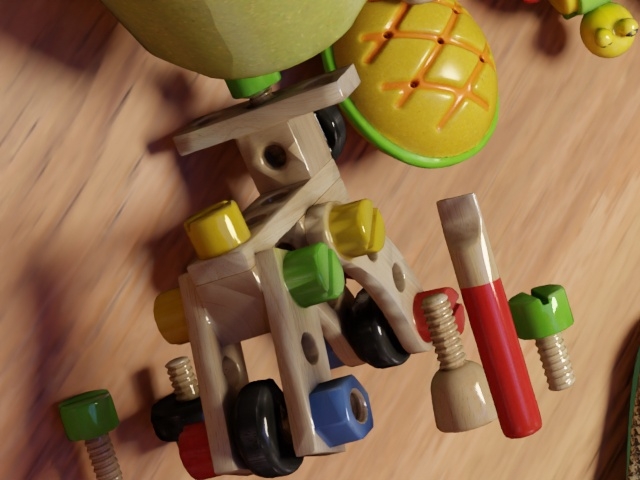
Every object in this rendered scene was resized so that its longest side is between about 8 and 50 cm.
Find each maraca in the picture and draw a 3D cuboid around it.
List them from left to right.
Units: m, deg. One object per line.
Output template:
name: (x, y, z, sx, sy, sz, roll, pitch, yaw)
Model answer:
maraca: (0.052, -0.134, 1.222, 0.127, 0.099, 0.186, -23, 81, -33)

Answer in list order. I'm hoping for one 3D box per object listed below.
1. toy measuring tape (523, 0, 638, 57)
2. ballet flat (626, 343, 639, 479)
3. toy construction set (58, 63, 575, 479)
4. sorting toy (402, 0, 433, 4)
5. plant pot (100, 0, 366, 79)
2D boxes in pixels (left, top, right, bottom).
toy measuring tape: (0.158, -0.275, 1.261, 0.121, 0.121, 0.330, -35, 112, -27)
ballet flat: (0.298, 0.283, 1.369, 0.164, 0.182, 0.483, 13, 87, -35)
toy construction set: (0.000, 0.000, 1.086, 0.257, 0.309, 0.237, -25, 103, -39)
sorting toy: (0.118, -0.273, 1.208, 0.193, 0.038, 0.208, -15, 80, -5)
plant pot: (-0.072, -0.231, 1.015, 0.276, 0.276, 0.254, -59, 155, -16)
